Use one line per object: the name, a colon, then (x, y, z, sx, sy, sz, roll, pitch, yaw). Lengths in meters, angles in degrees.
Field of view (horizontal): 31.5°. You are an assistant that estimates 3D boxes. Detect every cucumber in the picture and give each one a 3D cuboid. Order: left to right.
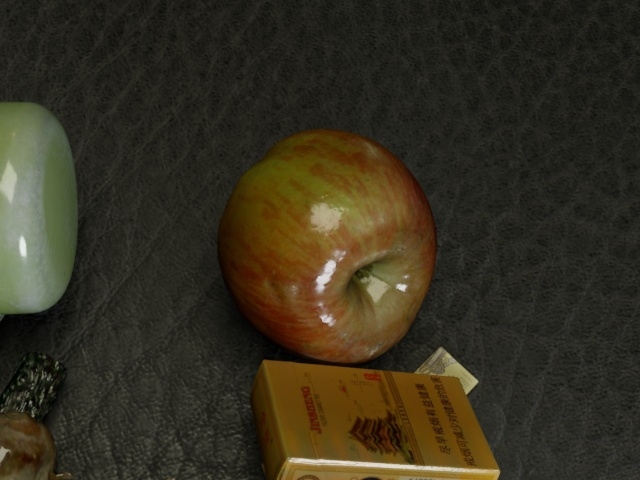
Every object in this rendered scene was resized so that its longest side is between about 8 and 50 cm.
cucumber: (-0.398, 0.278, 1.397, 0.067, 0.067, 0.294, 19, 62, 1)

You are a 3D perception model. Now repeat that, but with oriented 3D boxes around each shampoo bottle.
shampoo bottle: (-0.474, -0.037, 1.401, 0.317, 0.322, 0.323, -3, 64, -2)

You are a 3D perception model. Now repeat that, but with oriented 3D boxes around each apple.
apple: (0.000, 0.000, 1.488, 0.301, 0.301, 0.302, 3, 63, -7)

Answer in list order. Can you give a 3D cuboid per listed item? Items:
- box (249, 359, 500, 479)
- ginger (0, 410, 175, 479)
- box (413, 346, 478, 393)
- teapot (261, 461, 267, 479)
box: (0.062, 0.237, 1.388, 0.274, 0.076, 0.174, 7, 32, -19)
ginger: (-0.262, 0.367, 1.303, 0.375, 0.176, 0.256, 23, 82, -6)
box: (0.141, 0.216, 1.533, 0.073, 0.020, 0.149, 42, 66, 12)
teapot: (0.013, 0.396, 1.340, 0.203, 0.167, 0.311, -26, 70, -20)
